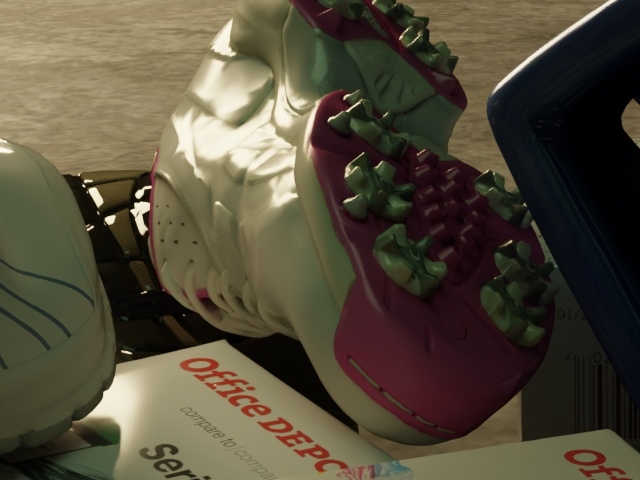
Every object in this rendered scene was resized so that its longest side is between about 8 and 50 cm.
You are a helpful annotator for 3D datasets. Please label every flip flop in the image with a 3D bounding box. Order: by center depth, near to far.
[{"bbox_3d":[-0.064,0.046,0.846,0.112,0.080,0.277,-5,33,-24],"label":"flip flop"}]

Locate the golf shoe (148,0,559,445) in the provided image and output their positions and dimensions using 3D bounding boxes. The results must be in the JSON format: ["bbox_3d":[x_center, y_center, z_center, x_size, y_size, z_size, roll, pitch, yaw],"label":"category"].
[{"bbox_3d":[0.000,0.000,0.736,0.115,0.140,0.306,33,20,-22],"label":"golf shoe"}]

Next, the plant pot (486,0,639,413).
[{"bbox_3d":[0.237,-0.018,0.623,0.212,0.236,0.236,-24,-6,-46],"label":"plant pot"}]

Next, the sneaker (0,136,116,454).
[{"bbox_3d":[-0.133,0.011,0.559,0.111,0.129,0.297,-2,17,9],"label":"sneaker"}]

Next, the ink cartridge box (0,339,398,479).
[{"bbox_3d":[-0.088,0.113,0.598,0.219,0.093,0.160,-12,21,-27],"label":"ink cartridge box"}]

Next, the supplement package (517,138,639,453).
[{"bbox_3d":[0.135,0.029,0.812,0.105,0.105,0.179,-1,18,7],"label":"supplement package"}]

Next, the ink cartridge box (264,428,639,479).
[{"bbox_3d":[0.018,0.135,0.468,0.176,0.127,0.128,-7,19,-15],"label":"ink cartridge box"}]
